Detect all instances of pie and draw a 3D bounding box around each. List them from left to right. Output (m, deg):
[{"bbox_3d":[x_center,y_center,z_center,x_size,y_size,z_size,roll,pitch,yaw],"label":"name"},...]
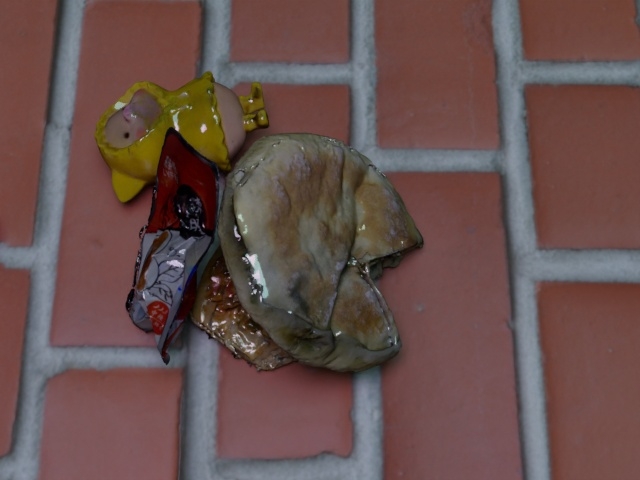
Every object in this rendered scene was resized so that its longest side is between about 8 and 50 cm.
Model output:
[{"bbox_3d":[0.000,0.000,1.407,0.338,0.075,0.337,21,56,-34],"label":"pie"}]

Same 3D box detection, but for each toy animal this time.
[{"bbox_3d":[-0.183,-0.150,1.512,0.230,0.156,0.156,-14,68,5],"label":"toy animal"}]

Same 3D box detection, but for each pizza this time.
[{"bbox_3d":[-0.064,0.091,1.446,0.226,0.069,0.147,36,69,13],"label":"pizza"}]

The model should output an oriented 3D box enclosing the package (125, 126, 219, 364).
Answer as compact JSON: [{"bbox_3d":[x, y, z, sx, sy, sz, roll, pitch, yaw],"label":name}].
[{"bbox_3d":[-0.181,0.008,1.386,0.194,0.071,0.269,31,107,49],"label":"package"}]
